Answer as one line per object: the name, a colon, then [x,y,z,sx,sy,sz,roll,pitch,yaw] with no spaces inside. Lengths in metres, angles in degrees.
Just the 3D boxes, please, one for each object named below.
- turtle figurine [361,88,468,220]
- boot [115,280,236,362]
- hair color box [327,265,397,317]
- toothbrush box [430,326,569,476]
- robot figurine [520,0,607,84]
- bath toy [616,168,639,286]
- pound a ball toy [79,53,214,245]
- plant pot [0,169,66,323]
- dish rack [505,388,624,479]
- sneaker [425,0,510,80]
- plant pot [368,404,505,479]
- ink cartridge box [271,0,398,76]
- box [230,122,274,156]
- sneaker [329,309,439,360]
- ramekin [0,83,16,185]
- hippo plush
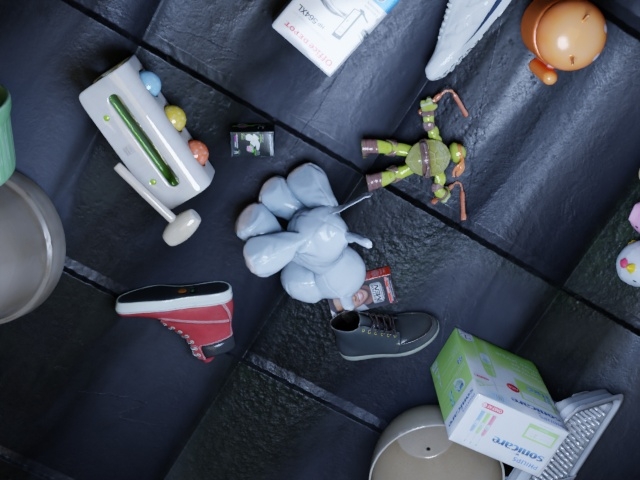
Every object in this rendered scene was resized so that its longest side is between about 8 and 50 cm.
turtle figurine: [0.195,-0.148,1.750,0.217,0.087,0.269,-9,112,3]
boot: [-0.302,0.184,1.880,0.244,0.088,0.176,-3,114,-4]
hair color box: [0.084,0.108,1.875,0.141,0.043,0.072,-14,112,6]
toothbrush box: [0.358,0.325,1.839,0.206,0.283,0.122,25,110,-10]
robot figurine: [0.431,-0.371,1.591,0.158,0.219,0.128,-32,109,11]
bath toy: [0.681,-0.057,1.773,0.151,0.129,0.348,12,112,-6]
pound a ball toy: [-0.302,-0.175,1.667,0.135,0.208,0.319,-30,109,11]
plant pot: [-0.684,0.032,1.674,0.323,0.280,0.323,2,102,8]
dish rack: [0.507,0.457,1.946,0.285,0.072,0.333,2,121,-48]
sneaker: [0.262,-0.403,1.659,0.095,0.090,0.235,38,103,-1]
plant pot: [0.241,0.468,1.944,0.284,0.191,0.284,0,112,0]
ink cartridge box: [0.029,-0.424,1.636,0.148,0.086,0.203,39,106,-15]
box: [-0.131,-0.196,1.739,0.083,0.062,0.052,0,114,-1]
sneaker: [0.134,0.185,1.862,0.222,0.083,0.118,-15,143,6]
ramekin: [-0.702,-0.175,1.619,0.303,0.303,0.148,-2,119,0]
hippo plush: [0.000,0.000,1.775,0.294,0.234,0.236,-11,144,19]
